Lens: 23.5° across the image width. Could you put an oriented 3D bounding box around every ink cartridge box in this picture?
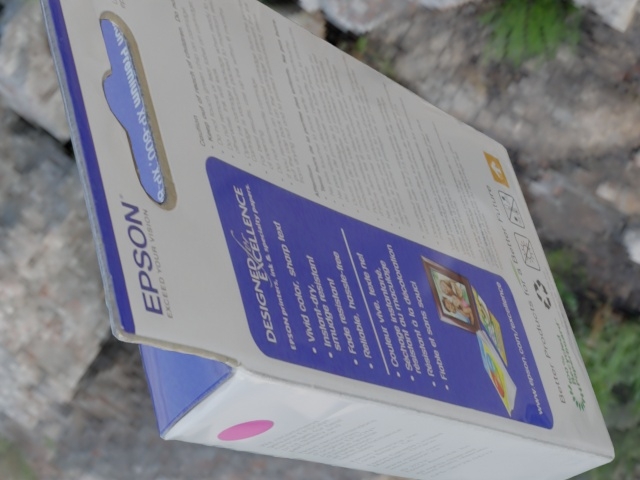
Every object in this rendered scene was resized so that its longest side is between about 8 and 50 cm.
[{"bbox_3d":[0.000,0.000,0.620,0.069,0.176,0.371,-27,155,23],"label":"ink cartridge box"}]
